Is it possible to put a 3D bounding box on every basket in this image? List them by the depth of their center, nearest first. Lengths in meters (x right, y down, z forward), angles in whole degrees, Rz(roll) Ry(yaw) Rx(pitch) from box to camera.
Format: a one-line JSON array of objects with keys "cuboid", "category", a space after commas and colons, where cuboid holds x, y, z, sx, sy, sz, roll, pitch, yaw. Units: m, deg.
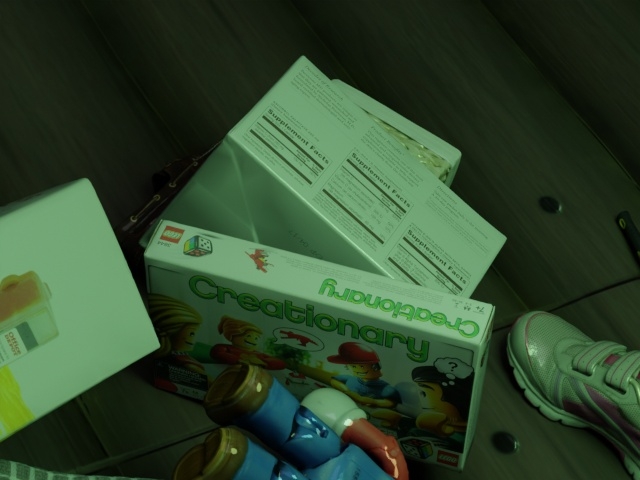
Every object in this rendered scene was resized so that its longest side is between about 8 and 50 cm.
[{"cuboid": [0.046, -0.071, 1.713, 0.167, 0.113, 0.103, 31, 49, 10], "category": "basket"}]

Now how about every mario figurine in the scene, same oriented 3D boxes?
[{"cuboid": [0.016, 0.249, 1.371, 0.320, 0.170, 0.198, 37, 86, -17], "category": "mario figurine"}]

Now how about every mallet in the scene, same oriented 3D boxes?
[{"cuboid": [0.365, 0.042, 1.779, 0.039, 0.062, 0.190, 2, 34, -19], "category": "mallet"}]

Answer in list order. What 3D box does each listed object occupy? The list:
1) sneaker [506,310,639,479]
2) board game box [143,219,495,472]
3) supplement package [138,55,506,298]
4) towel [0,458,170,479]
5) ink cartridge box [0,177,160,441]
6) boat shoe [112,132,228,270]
[{"cuboid": [0.301, 0.144, 1.603, 0.252, 0.111, 0.103, 37, 48, 15], "category": "sneaker"}, {"cuboid": [-0.005, 0.096, 1.443, 0.305, 0.193, 0.053, 14, 49, 11], "category": "board game box"}, {"cuboid": [0.000, 0.000, 1.525, 0.262, 0.204, 0.145, 42, 47, -3], "category": "supplement package"}, {"cuboid": [-0.189, 0.306, 1.281, 0.235, 0.121, 0.284, 5, 48, -16], "category": "towel"}, {"cuboid": [-0.360, 0.105, 1.238, 0.384, 0.279, 0.160, -29, 101, -49], "category": "ink cartridge box"}, {"cuboid": [-0.142, -0.050, 1.655, 0.073, 0.073, 0.207, 30, 46, 6], "category": "boat shoe"}]
